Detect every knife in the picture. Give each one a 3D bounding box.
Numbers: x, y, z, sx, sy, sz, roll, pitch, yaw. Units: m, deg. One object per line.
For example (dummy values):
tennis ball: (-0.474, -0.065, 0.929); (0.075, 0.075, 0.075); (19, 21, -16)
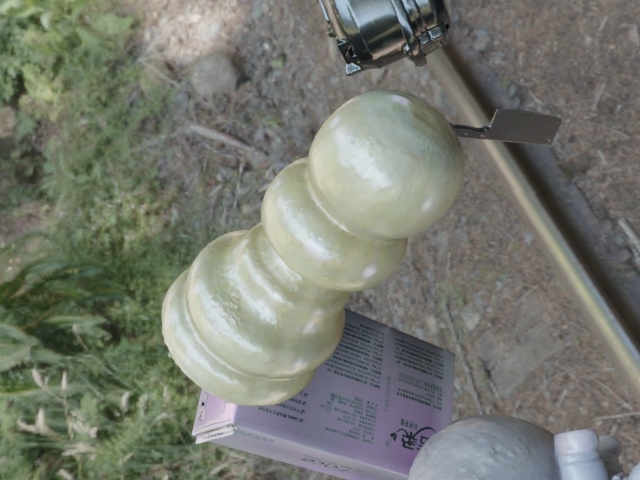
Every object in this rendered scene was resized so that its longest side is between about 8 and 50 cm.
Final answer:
knife: (0.350, -0.222, 1.379); (0.019, 0.245, 0.072); (-109, 26, -49)

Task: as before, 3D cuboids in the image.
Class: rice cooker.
rice cooker: (0.046, -0.225, 0.615); (0.106, 0.112, 0.165); (-15, 92, 14)

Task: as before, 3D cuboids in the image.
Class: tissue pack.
tissue pack: (0.011, 0.152, 0.710); (0.092, 0.246, 0.148); (-31, 42, 49)

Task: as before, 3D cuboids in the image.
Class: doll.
doll: (0.201, 0.200, 0.497); (0.287, 0.151, 0.150); (-5, 78, 38)

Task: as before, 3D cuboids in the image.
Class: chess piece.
chess piece: (0.000, 0.000, 0.528); (0.261, 0.143, 0.142); (-50, 42, 33)
